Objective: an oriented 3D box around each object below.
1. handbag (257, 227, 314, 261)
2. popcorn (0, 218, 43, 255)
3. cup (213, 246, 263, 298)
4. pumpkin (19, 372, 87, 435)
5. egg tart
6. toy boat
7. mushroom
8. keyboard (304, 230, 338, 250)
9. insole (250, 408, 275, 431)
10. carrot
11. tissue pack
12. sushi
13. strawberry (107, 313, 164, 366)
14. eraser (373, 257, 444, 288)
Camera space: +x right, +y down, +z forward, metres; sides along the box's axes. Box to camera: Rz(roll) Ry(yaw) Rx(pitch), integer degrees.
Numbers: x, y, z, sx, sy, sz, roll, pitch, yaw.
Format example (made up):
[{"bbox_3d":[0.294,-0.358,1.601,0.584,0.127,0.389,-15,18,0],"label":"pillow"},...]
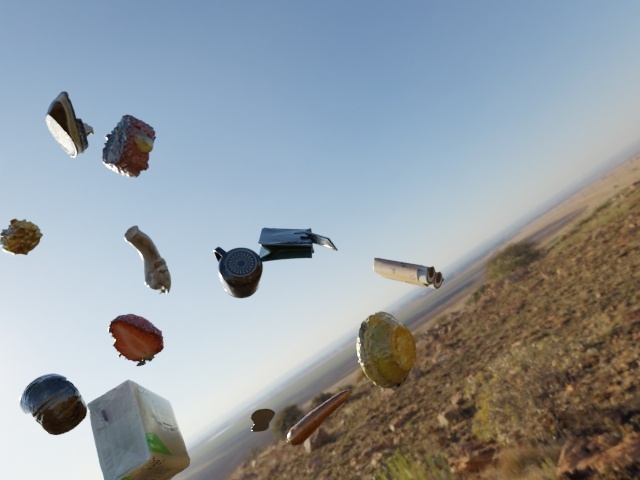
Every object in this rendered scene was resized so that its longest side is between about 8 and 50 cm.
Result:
[{"bbox_3d":[-0.147,0.008,1.752,0.238,0.090,0.326,-3,13,-4],"label":"handbag"},{"bbox_3d":[-0.667,-0.009,0.905,0.082,0.057,0.083,-46,-35,-56],"label":"popcorn"},{"bbox_3d":[-0.328,0.114,1.593,0.169,0.223,0.177,-44,-19,-28],"label":"cup"},{"bbox_3d":[-0.722,0.421,1.087,0.119,0.183,0.108,-49,-26,-43],"label":"pumpkin"},{"bbox_3d":[0.337,0.516,1.953,0.169,0.388,0.387,-27,-5,41],"label":"egg tart"},{"bbox_3d":[-0.840,-0.391,1.379,0.115,0.114,0.262,-60,-2,-28],"label":"toy boat"},{"bbox_3d":[-0.614,0.074,1.464,0.096,0.278,0.099,-31,26,-36],"label":"mushroom"},{"bbox_3d":[0.000,0.000,1.469,0.013,0.061,0.204,-43,22,-13],"label":"keyboard"},{"bbox_3d":[-0.210,0.650,1.467,0.086,0.005,0.253,-2,-40,-13],"label":"insole"},{"bbox_3d":[-0.007,0.580,1.336,0.271,0.066,0.062,-43,20,2],"label":"carrot"},{"bbox_3d":[-0.718,0.789,1.640,0.205,0.332,0.405,-28,-30,-13],"label":"tissue pack"},{"bbox_3d":[-0.862,-0.423,1.861,0.236,0.270,0.170,-13,-28,34],"label":"sushi"},{"bbox_3d":[-0.679,0.349,1.522,0.175,0.107,0.236,-3,-59,-14],"label":"strawberry"},{"bbox_3d":[0.401,0.149,1.881,0.290,0.087,0.171,9,-14,46],"label":"eraser"}]
